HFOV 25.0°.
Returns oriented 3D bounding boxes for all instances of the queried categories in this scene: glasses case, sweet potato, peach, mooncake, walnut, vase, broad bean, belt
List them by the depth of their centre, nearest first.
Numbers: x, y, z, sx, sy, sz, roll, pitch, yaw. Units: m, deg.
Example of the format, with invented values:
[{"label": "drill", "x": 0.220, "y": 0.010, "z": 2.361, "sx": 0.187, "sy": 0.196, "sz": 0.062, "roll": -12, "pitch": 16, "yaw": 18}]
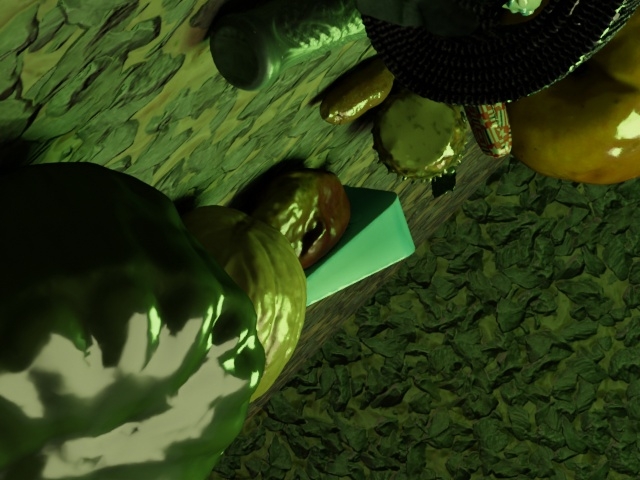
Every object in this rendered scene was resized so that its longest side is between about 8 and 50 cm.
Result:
[{"label": "mooncake", "x": -0.227, "y": 0.120, "z": 1.232, "sx": 0.356, "sy": 0.194, "sz": 0.356, "roll": -23, "pitch": 136, "yaw": -24}, {"label": "belt", "x": 0.164, "y": -0.271, "z": 1.269, "sx": 0.122, "sy": 0.260, "sz": 0.325, "roll": -39, "pitch": 164, "yaw": -53}, {"label": "vase", "x": -0.005, "y": -0.213, "z": 1.377, "sx": 0.219, "sy": 0.096, "sz": 0.096, "roll": -33, "pitch": 166, "yaw": -38}, {"label": "walnut", "x": -0.132, "y": 0.088, "z": 1.752, "sx": 0.225, "sy": 0.225, "sz": 0.261, "roll": -25, "pitch": 137, "yaw": -63}, {"label": "sweet potato", "x": 0.066, "y": -0.202, "z": 1.854, "sx": 0.195, "sy": 0.056, "sz": 0.056, "roll": -41, "pitch": 172, "yaw": -36}, {"label": "broad bean", "x": -0.032, "y": -0.031, "z": 1.993, "sx": 0.156, "sy": 0.122, "sz": 0.228, "roll": -46, "pitch": 174, "yaw": 15}, {"label": "glasses case", "x": 0.236, "y": -0.216, "z": 2.116, "sx": 0.049, "sy": 0.194, "sz": 0.073, "roll": -23, "pitch": -163, "yaw": -10}, {"label": "peach", "x": 0.415, "y": -0.254, "z": 2.210, "sx": 0.343, "sy": 0.343, "sz": 0.302, "roll": -47, "pitch": 160, "yaw": 19}]

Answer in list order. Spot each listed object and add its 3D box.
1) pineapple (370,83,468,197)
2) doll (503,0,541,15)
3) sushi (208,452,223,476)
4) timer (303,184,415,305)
[{"label": "pineapple", "x": 0.157, "y": -0.149, "z": 2.186, "sx": 0.141, "sy": 0.170, "sz": 0.310, "roll": -16, "pitch": 179, "yaw": 8}, {"label": "doll", "x": 0.255, "y": -0.335, "z": 1.792, "sx": 0.237, "sy": 0.111, "sz": 0.252, "roll": -10, "pitch": -178, "yaw": 10}, {"label": "sushi", "x": -0.271, "y": 0.214, "z": 1.538, "sx": 0.352, "sy": 0.178, "sz": 0.294, "roll": -41, "pitch": 132, "yaw": -5}, {"label": "timer", "x": -0.015, "y": 0.013, "z": 2.147, "sx": 0.250, "sy": 0.091, "sz": 0.232, "roll": -29, "pitch": -159, "yaw": -25}]
